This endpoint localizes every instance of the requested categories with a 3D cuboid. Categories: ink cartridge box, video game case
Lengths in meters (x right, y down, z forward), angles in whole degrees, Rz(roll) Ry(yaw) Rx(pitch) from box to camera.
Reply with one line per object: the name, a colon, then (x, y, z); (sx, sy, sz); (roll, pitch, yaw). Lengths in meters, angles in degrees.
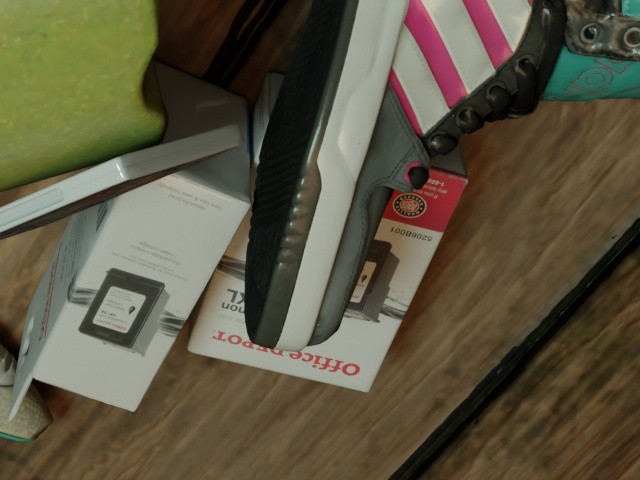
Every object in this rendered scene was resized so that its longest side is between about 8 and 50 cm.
ink cartridge box: (-0.100, 0.011, 0.707); (0.060, 0.104, 0.180); (21, 122, -18)
video game case: (-0.103, -0.019, 0.577); (0.122, 0.087, 0.011); (-19, 94, 31)
ink cartridge box: (0.000, 0.000, 0.728); (0.109, 0.063, 0.151); (14, 122, -12)

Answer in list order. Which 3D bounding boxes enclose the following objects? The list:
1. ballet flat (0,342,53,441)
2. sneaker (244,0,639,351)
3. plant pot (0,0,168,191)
ballet flat: (-0.217, 0.060, 0.767); (0.168, 0.057, 0.052); (30, 108, -21)
sneaker: (0.081, -0.074, 0.618); (0.178, 0.124, 0.296); (16, 99, -13)
plant pot: (-0.200, -0.108, 0.548); (0.253, 0.276, 0.276); (-10, 125, -10)
